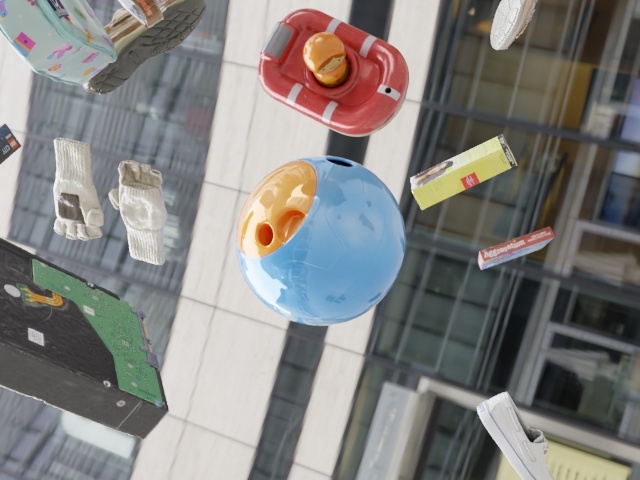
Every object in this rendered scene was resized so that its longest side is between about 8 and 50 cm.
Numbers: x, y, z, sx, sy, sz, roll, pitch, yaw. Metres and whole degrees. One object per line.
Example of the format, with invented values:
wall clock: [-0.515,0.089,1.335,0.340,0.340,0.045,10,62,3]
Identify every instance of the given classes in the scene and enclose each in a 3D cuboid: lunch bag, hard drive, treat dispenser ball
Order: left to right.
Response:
hard drive: [-0.361,0.105,1.101,0.339,0.237,0.064,31,-73,-34]
lunch bag: [-0.464,-0.384,1.457,0.108,0.224,0.279,-33,0,6]
treat dispenser ball: [0.000,0.000,1.468,0.288,0.288,0.288,16,-90,-70]

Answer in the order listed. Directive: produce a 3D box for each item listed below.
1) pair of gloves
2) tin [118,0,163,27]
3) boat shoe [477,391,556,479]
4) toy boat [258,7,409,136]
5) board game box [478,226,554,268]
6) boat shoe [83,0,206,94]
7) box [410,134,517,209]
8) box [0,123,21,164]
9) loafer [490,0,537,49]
pair of gloves: [-0.383,-0.065,1.566,0.042,0.240,0.204,-51,-24,-53]
tin: [-0.336,-0.437,1.517,0.040,0.190,0.106,-36,-46,-10]
boat shoe: [0.430,0.429,1.802,0.084,0.258,0.095,-35,11,16]
toy boat: [0.015,-0.253,1.254,0.150,0.231,0.151,-62,-12,-2]
board game box: [0.402,0.019,1.811,0.281,0.145,0.027,28,-139,-80]
boat shoe: [-0.403,-0.455,1.880,0.324,0.120,0.122,-37,-18,-8]
box: [0.318,-0.154,1.947,0.058,0.232,0.087,60,-166,-21]
box: [-0.551,-0.076,1.238,0.044,0.159,0.233,60,-154,-22]
loafer: [0.227,-0.265,0.959,0.045,0.039,0.125,-109,26,-44]
